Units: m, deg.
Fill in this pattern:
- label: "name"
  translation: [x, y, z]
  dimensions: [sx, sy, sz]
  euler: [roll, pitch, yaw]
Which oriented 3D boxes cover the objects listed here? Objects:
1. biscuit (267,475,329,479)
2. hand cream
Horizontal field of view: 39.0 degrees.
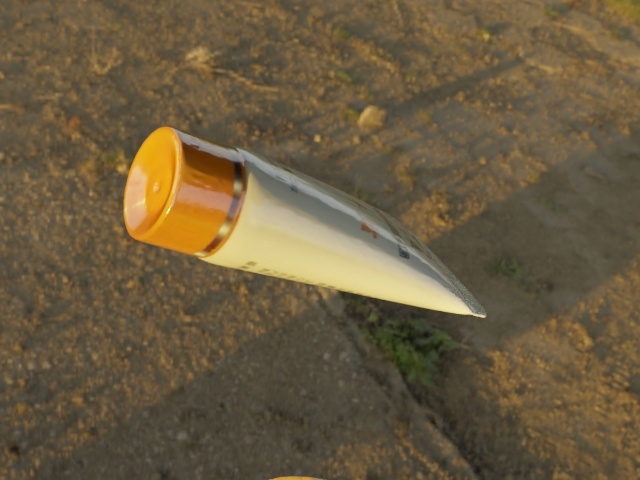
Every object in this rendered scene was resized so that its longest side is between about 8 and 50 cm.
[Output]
- label: "biscuit"
  translation: [0.006, 0.361, 0.886]
  dimensions: [0.288, 0.044, 0.202]
  euler: [41, 79, 19]
- label: "hand cream"
  translation: [0.000, 0.000, 0.728]
  dimensions: [0.314, 0.089, 0.140]
  euler: [18, 23, -40]
